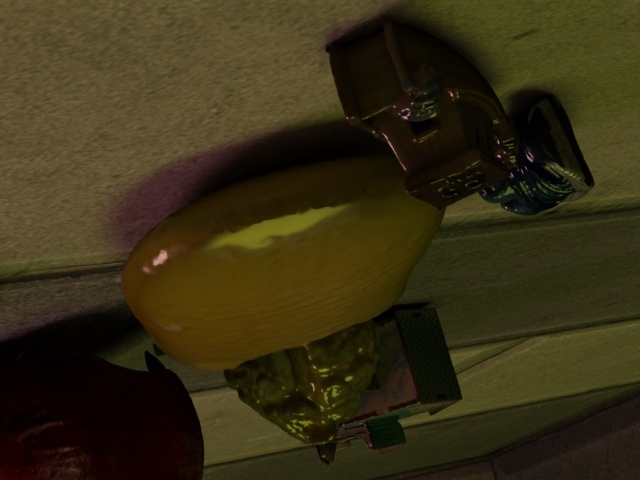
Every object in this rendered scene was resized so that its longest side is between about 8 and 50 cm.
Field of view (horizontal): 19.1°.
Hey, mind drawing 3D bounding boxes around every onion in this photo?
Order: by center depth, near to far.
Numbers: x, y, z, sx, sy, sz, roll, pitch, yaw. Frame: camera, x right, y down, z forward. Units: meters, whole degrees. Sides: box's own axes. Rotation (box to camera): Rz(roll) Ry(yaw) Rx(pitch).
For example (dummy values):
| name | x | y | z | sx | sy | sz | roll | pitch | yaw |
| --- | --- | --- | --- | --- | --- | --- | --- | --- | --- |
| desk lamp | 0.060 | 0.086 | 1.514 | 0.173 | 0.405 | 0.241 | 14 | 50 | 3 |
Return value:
| name | x | y | z | sx | sy | sz | roll | pitch | yaw |
| --- | --- | --- | --- | --- | --- | --- | --- | --- | --- |
| onion | -0.293 | 0.271 | 2.115 | 0.341 | 0.341 | 0.341 | -16 | 167 | -4 |

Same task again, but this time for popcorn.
| name | x | y | z | sx | sy | sz | roll | pitch | yaw |
| --- | --- | --- | --- | --- | --- | --- | --- | --- | --- |
| popcorn | -0.018 | 0.124 | 2.170 | 0.185 | 0.167 | 0.187 | -40 | -157 | -1 |

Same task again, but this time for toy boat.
| name | x | y | z | sx | sy | sz | roll | pitch | yaw |
| --- | --- | --- | --- | --- | --- | --- | --- | --- | --- |
| toy boat | 0.097 | -0.088 | 1.510 | 0.089 | 0.121 | 0.321 | -26 | 165 | 15 |

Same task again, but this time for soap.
| name | x | y | z | sx | sy | sz | roll | pitch | yaw |
| --- | --- | --- | --- | --- | --- | --- | --- | --- | --- |
| soap | -0.037 | 0.015 | 1.780 | 0.306 | 0.115 | 0.427 | -11 | 166 | -7 |

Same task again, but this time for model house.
| name | x | y | z | sx | sy | sz | roll | pitch | yaw |
| --- | --- | --- | --- | --- | --- | --- | --- | --- | --- |
| model house | 0.078 | 0.189 | 2.525 | 0.206 | 0.178 | 0.271 | -19 | 164 | 4 |

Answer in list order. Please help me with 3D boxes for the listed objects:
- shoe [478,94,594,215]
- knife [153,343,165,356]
| name | x | y | z | sx | sy | sz | roll | pitch | yaw |
| --- | --- | --- | --- | --- | --- | --- | --- | --- | --- |
| shoe | 0.194 | -0.067 | 1.766 | 0.106 | 0.092 | 0.207 | -22 | 170 | 0 |
| knife | -0.082 | 0.106 | 2.309 | 0.245 | 0.019 | 0.072 | -13 | 166 | -6 |
